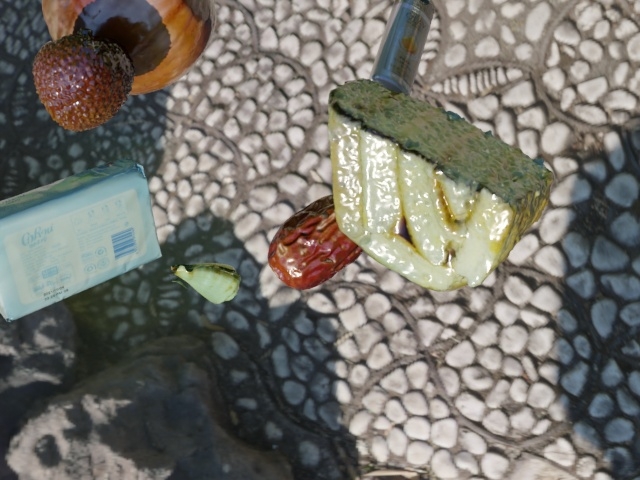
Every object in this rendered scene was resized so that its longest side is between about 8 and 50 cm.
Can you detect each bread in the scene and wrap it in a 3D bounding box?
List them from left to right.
[{"bbox_3d":[0.161,-0.078,1.451,0.395,0.239,0.263,29,126,16],"label":"bread"}]

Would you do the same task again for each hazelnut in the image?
[{"bbox_3d":[-0.393,-0.485,1.772,0.373,0.315,0.372,-1,104,-5],"label":"hazelnut"}]

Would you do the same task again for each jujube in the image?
[{"bbox_3d":[0.000,0.000,1.871,0.250,0.174,0.174,-39,64,-1],"label":"jujube"}]

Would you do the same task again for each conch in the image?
[{"bbox_3d":[-0.240,0.081,1.849,0.106,0.170,0.079,-40,43,29],"label":"conch"}]

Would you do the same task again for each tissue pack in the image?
[{"bbox_3d":[-0.386,-0.007,1.301,0.263,0.177,0.089,-25,37,-29],"label":"tissue pack"}]

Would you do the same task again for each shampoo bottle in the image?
[{"bbox_3d":[0.158,-0.375,1.633,0.056,0.086,0.227,-20,44,52],"label":"shampoo bottle"}]

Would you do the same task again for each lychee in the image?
[{"bbox_3d":[-0.445,-0.307,1.601,0.195,0.194,0.194,-6,73,22],"label":"lychee"}]
